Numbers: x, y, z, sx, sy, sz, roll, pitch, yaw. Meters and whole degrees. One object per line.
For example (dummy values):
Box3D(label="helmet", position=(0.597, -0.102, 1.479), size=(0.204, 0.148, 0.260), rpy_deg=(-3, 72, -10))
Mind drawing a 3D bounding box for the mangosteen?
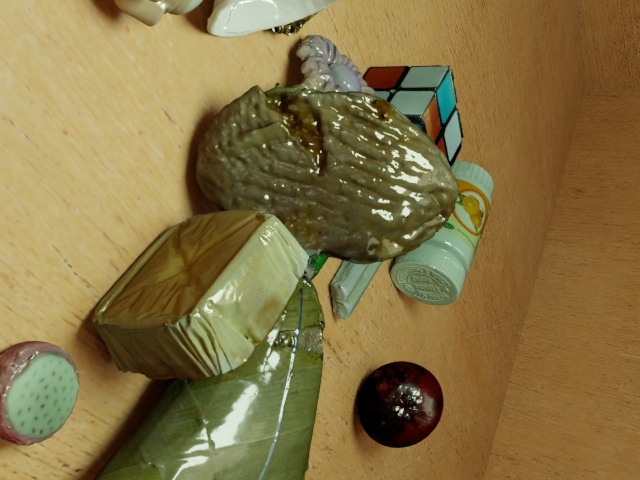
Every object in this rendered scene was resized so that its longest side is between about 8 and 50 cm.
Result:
Box3D(label="mangosteen", position=(0.162, 0.333, 1.472), size=(0.200, 0.200, 0.199), rpy_deg=(-22, 116, -58))

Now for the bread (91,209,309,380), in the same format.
Box3D(label="bread", position=(-0.135, 0.063, 0.818), size=(0.209, 0.192, 0.109), rpy_deg=(-58, 132, -42))

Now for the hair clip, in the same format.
Box3D(label="hair clip", position=(-0.008, -0.226, 1.067), size=(0.300, 0.069, 0.173), rpy_deg=(-33, 88, -47))

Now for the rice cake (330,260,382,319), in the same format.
Box3D(label="rice cake", position=(0.079, 0.048, 1.366), size=(0.226, 0.040, 0.085), rpy_deg=(-55, 142, -40))

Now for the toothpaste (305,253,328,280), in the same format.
Box3D(label="toothpaste", position=(0.000, 0.000, 1.209), size=(0.248, 0.047, 0.078), rpy_deg=(-53, 126, -45))

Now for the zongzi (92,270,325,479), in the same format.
Box3D(label="zongzi", position=(-0.145, 0.182, 0.869), size=(0.393, 0.174, 0.355), rpy_deg=(19, 75, -55))

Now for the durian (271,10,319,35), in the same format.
Box3D(label="durian", position=(-0.001, -0.393, 1.060), size=(0.139, 0.145, 0.252), rpy_deg=(96, 13, -53))

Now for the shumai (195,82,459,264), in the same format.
Box3D(label="shumai", position=(0.011, -0.086, 1.007), size=(0.283, 0.346, 0.216), rpy_deg=(-90, -173, -88))

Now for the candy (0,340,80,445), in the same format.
Box3D(label="candy", position=(-0.291, 0.152, 0.713), size=(0.103, 0.043, 0.103), rpy_deg=(-15, 107, -58))

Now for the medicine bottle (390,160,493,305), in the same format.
Box3D(label="medicine bottle", position=(0.282, -0.025, 1.599), size=(0.318, 0.158, 0.158), rpy_deg=(-64, 146, -32))

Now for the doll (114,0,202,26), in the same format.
Box3D(label="doll", position=(-0.144, -0.366, 0.750), size=(0.119, 0.154, 0.277), rpy_deg=(22, 75, -36))

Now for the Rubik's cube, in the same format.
Box3D(label="Rubik's cube", position=(0.152, -0.202, 1.309), size=(0.180, 0.167, 0.183), rpy_deg=(-61, 146, -37))

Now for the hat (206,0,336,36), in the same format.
Box3D(label="hat", position=(-0.072, -0.346, 0.890), size=(0.203, 0.203, 0.126), rpy_deg=(-23, 94, -58))
